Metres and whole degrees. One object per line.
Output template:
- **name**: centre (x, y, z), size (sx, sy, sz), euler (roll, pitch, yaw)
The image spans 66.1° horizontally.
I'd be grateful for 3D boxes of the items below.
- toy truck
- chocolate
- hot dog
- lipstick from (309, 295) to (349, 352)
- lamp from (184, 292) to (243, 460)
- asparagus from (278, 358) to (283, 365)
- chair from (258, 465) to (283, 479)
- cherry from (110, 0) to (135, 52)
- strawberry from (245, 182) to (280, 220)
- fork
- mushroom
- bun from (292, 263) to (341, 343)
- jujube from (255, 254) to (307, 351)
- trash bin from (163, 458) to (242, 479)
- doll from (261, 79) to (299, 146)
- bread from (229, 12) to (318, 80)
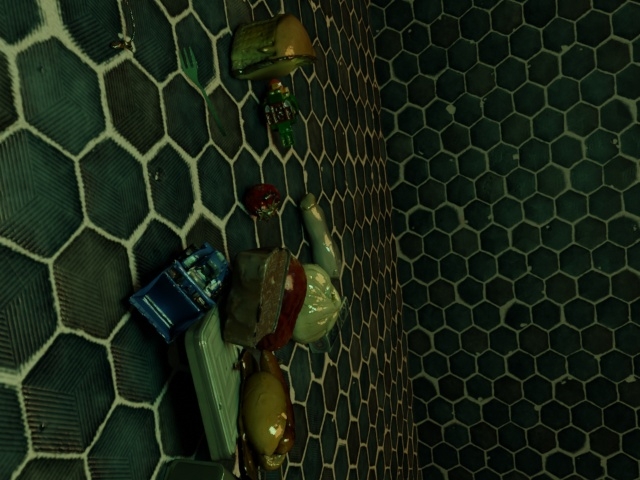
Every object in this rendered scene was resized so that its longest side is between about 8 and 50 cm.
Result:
- **toy truck**: centre (-0.246, 0.084, 0.929), size (0.113, 0.126, 0.208), euler (51, 30, -12)
- **chocolate**: centre (-0.138, 0.108, 1.044), size (0.148, 0.093, 0.214), euler (-22, 122, -75)
- **hot dog**: centre (-0.115, 0.363, 1.084), size (0.194, 0.107, 0.326), euler (82, -2, -48)
- **lipstick**: centre (0.034, 0.290, 1.747), size (0.289, 0.076, 0.077), euler (-54, 133, -64)
- **lamp**: centre (-0.211, 0.267, 1.020), size (0.269, 0.047, 0.266), euler (-103, -178, -78)
- **asparagus**: centre (-0.136, 0.366, 1.361), size (0.013, 0.016, 0.166), euler (50, 25, 2)
- **chair**: centre (-0.139, 0.514, 1.223), size (0.095, 0.104, 0.221), euler (147, -56, -84)
- **cherry**: centre (-0.361, -0.454, 0.859), size (0.107, 0.090, 0.225), euler (-57, 148, -76)
- **strawberry**: centre (-0.158, -0.110, 1.316), size (0.106, 0.106, 0.106), euler (-5, 90, -70)
- **fork**: centre (-0.268, -0.334, 1.147), size (0.235, 0.039, 0.021), euler (70, 30, -43)
- **mushroom**: centre (0.000, -0.002, 1.708), size (0.109, 0.097, 0.351), euler (-64, 139, -59)
- **bun**: centre (-0.023, 0.194, 1.502), size (0.259, 0.160, 0.259), euler (-2, 90, -69)
- **jujube**: centre (-0.123, 0.153, 1.226), size (0.190, 0.190, 0.255), euler (-49, 142, -63)
- **trash bin**: centre (-0.212, 0.553, 0.971), size (0.240, 0.122, 0.164), euler (65, 29, -48)
- **doll**: centre (-0.117, -0.389, 1.457), size (0.134, 0.106, 0.186), euler (66, 11, -52)
- **bread**: centre (-0.121, -0.529, 1.347), size (0.262, 0.204, 0.162), euler (-55, 139, -65)
